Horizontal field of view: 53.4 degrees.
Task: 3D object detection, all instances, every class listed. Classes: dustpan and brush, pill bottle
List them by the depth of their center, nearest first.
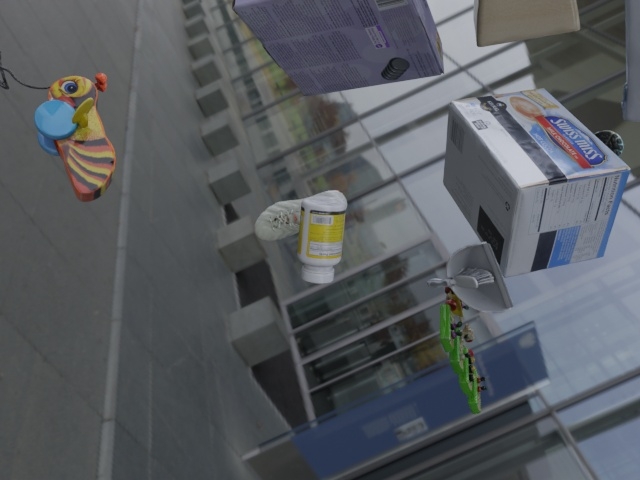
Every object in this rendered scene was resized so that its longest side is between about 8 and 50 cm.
[{"bbox_3d":[0.000,0.000,0.916,0.065,0.065,0.116,-104,-160,-76],"label":"pill bottle"},{"bbox_3d":[0.290,0.082,1.312,0.147,0.060,0.211,68,-18,-5],"label":"dustpan and brush"}]

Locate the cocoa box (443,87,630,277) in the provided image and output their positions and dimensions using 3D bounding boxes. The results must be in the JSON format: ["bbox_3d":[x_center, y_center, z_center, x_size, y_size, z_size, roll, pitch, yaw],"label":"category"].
[{"bbox_3d":[0.431,-0.133,1.336,0.347,0.228,0.231,-109,-169,-49],"label":"cocoa box"}]

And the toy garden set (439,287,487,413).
[{"bbox_3d":[0.335,0.236,1.457,0.204,0.049,0.244,-74,143,-53],"label":"toy garden set"}]

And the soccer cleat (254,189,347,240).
[{"bbox_3d":[-0.045,-0.043,1.163,0.068,0.196,0.076,65,24,-15],"label":"soccer cleat"}]

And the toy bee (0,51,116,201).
[{"bbox_3d":[-0.436,-0.230,1.137,0.195,0.162,0.298,7,-54,60],"label":"toy bee"}]

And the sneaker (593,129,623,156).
[{"bbox_3d":[0.661,-0.203,1.693,0.122,0.283,0.110,-23,92,-61],"label":"sneaker"}]

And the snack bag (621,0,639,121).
[{"bbox_3d":[0.569,-0.259,0.866,0.342,0.037,0.323,28,-26,42],"label":"snack bag"}]

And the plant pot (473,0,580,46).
[{"bbox_3d":[0.223,-0.288,0.708,0.109,0.109,0.096,-75,154,-53],"label":"plant pot"}]

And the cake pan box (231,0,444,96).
[{"bbox_3d":[0.035,-0.318,0.942,0.267,0.245,0.070,36,52,-60],"label":"cake pan box"}]
